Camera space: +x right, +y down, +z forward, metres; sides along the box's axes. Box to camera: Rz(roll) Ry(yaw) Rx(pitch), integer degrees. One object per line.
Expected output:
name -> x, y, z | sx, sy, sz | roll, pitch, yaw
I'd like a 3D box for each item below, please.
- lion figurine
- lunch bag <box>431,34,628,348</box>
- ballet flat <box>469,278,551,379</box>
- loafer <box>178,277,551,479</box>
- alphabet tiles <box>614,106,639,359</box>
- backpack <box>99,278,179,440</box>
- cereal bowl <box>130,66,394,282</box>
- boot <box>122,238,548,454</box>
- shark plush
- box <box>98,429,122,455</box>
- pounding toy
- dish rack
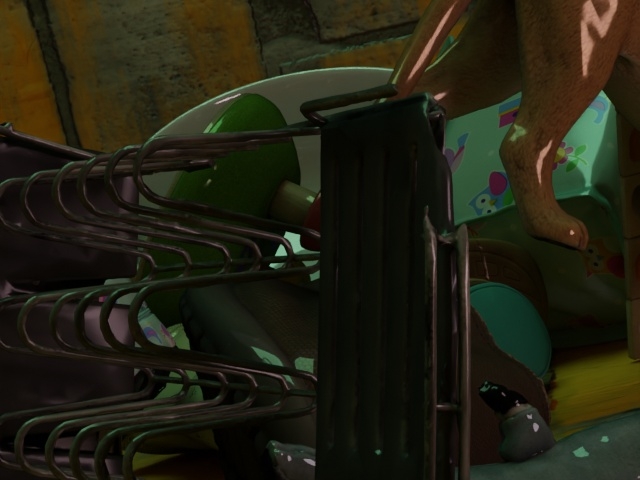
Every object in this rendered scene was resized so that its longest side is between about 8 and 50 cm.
lion figurine -> 0.201, -0.091, 1.033 | 0.392, 0.240, 0.142 | 19, -4, -26
lunch bag -> 0.128, -0.036, 1.352 | 0.262, 0.160, 0.223 | -12, 38, 35
ballet flat -> 0.068, 0.072, 1.072 | 0.073, 0.080, 0.232 | -29, -5, 20
loafer -> 0.026, 0.062, 0.774 | 0.130, 0.134, 0.366 | -14, 2, 1
alphabet tiles -> 0.264, -0.061, 1.158 | 0.198, 0.237, 0.009 | -15, 22, -22
backpack -> -0.173, 0.088, 1.107 | 0.182, 0.115, 0.152 | -38, 6, 4
cereal bowl -> 0.000, 0.000, 1.586 | 0.338, 0.141, 0.339 | -7, 35, 5
boot -> -0.003, 0.073, 1.224 | 0.262, 0.095, 0.203 | -24, 6, -33
shark plush -> 0.057, 0.076, 0.602 | 0.161, 0.067, 0.073 | 6, -5, -9
box -> -0.212, 0.091, 0.763 | 0.231, 0.127, 0.262 | 1, -1, -16
pounding toy -> -0.053, 0.020, 1.345 | 0.110, 0.237, 0.183 | 25, -24, 11
dish rack -> -0.044, 0.060, 0.534 | 0.074, 0.208, 0.271 | 1, -3, -26
